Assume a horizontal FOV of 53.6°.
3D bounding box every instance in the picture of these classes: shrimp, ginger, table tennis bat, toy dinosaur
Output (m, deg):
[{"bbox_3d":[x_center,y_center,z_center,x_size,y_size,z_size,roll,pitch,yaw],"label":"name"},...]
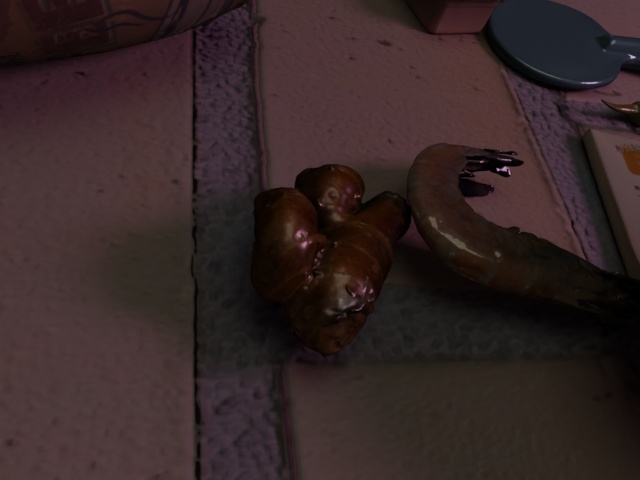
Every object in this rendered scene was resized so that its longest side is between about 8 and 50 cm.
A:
[{"bbox_3d":[0.162,-0.006,0.499,0.219,0.046,0.152,23,41,-11],"label":"shrimp"},{"bbox_3d":[0.000,0.000,0.433,0.103,0.073,0.162,42,38,-5],"label":"ginger"},{"bbox_3d":[0.307,-0.222,0.724,0.244,0.040,0.153,5,53,-9],"label":"table tennis bat"},{"bbox_3d":[0.339,-0.131,0.668,0.113,0.026,0.041,-3,47,-31],"label":"toy dinosaur"}]

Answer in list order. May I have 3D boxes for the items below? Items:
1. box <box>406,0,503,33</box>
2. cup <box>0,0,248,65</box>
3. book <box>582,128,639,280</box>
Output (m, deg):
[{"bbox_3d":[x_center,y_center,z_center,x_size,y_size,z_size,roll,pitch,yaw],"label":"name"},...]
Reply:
[{"bbox_3d":[0.139,-0.284,0.701,0.089,0.062,0.122,-10,58,-24],"label":"box"},{"bbox_3d":[-0.200,-0.258,0.511,0.257,0.227,0.301,-14,28,-41],"label":"cup"},{"bbox_3d":[0.360,0.024,0.560,0.208,0.020,0.295,10,51,-10],"label":"book"}]
